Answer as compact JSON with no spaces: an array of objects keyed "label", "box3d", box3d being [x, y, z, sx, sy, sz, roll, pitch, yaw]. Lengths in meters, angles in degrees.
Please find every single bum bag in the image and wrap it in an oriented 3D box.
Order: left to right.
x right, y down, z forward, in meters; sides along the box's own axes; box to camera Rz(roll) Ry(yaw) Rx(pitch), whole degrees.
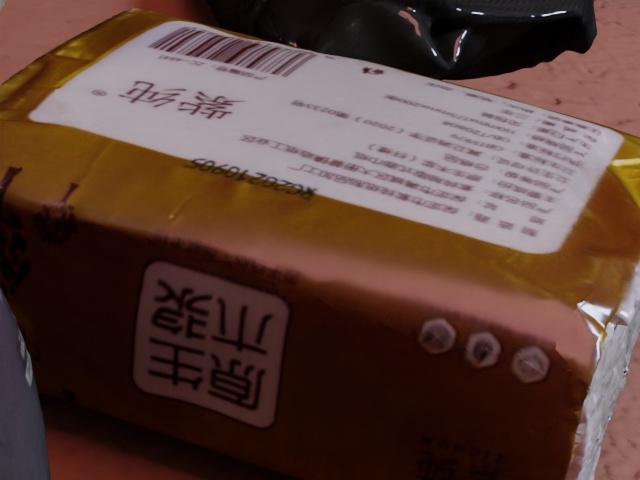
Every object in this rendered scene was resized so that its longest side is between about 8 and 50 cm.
[{"label":"bum bag","box3d":[0.022,-0.117,0.804,0.142,0.079,0.326,-10,23,-11]}]

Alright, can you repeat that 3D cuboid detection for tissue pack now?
[{"label":"tissue pack","box3d":[0.000,0.000,0.579,0.226,0.092,0.183,18,29,13]}]

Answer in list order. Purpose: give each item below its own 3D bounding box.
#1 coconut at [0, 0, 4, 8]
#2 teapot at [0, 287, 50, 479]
[{"label":"coconut","box3d":[-0.272,-0.157,0.525,0.346,0.346,0.360,23,23,24]},{"label":"teapot","box3d":[-0.126,0.029,0.427,0.116,0.146,0.148,-6,32,-26]}]
